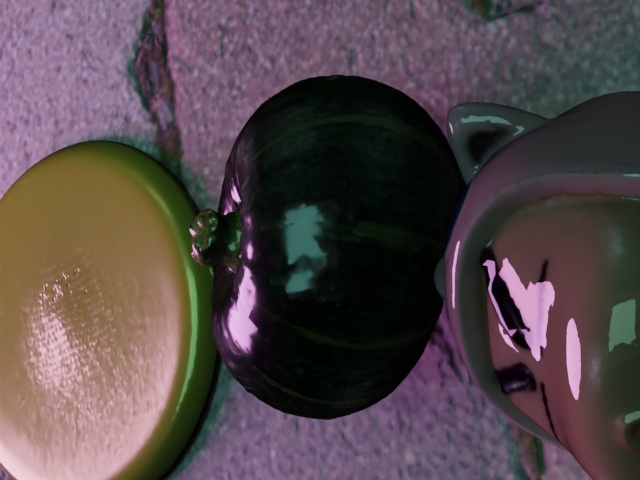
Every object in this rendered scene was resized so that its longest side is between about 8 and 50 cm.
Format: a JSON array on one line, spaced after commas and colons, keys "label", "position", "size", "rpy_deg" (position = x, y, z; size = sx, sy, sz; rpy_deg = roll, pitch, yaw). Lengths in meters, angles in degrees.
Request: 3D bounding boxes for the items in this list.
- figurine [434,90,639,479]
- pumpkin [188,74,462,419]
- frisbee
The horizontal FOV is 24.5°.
[{"label": "figurine", "position": [0.172, 0.025, 0.564], "size": [0.288, 0.186, 0.176], "rpy_deg": [13, 121, 23]}, {"label": "pumpkin", "position": [0.003, 0.000, 0.710], "size": [0.125, 0.167, 0.167], "rpy_deg": [22, 103, 3]}, {"label": "frisbee", "position": [-0.152, 0.053, 0.920], "size": [0.236, 0.017, 0.235], "rpy_deg": [-4, 83, 40]}]
